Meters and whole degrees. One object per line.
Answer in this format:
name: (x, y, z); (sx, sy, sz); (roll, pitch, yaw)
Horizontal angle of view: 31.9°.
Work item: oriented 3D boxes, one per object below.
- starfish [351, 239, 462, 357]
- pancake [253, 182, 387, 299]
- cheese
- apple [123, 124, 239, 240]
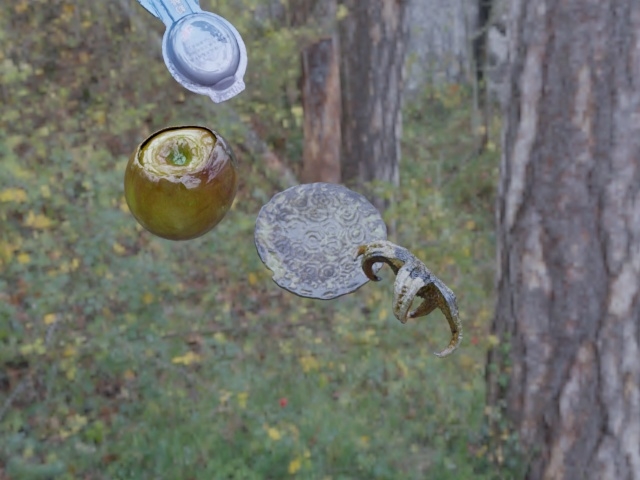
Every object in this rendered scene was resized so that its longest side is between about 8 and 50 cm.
starfish: (0.109, 0.058, 1.420); (0.074, 0.146, 0.190); (-48, 38, 6)
pancake: (0.000, -0.001, 1.643); (0.199, 0.021, 0.199); (1, 67, -1)
cheese: (-0.208, -0.337, 1.840); (0.135, 0.245, 0.052); (-30, -6, -17)
apple: (-0.268, -0.116, 2.175); (0.236, 0.207, 0.237); (0, 64, -1)
